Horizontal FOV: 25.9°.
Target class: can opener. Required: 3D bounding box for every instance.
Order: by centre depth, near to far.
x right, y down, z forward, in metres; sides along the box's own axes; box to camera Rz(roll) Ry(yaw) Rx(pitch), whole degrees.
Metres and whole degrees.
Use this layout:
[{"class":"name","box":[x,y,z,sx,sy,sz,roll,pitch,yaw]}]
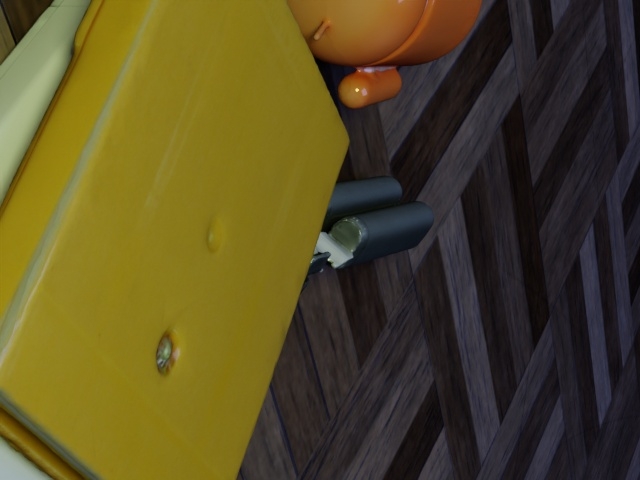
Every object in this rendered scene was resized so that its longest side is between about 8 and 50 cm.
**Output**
[{"class":"can opener","box":[0.000,0.000,1.092,0.093,0.074,0.280,-56,163,25]}]

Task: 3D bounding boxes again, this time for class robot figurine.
[{"class":"robot figurine","box":[0.043,-0.196,1.052,0.158,0.128,0.219,-50,165,23]}]

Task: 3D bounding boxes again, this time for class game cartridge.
[{"class":"game cartridge","box":[-0.083,-0.006,0.816,0.285,0.053,0.323,61,41,-55]}]

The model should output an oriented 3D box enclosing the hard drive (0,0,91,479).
[{"class":"hard drive","box":[-0.165,0.050,0.773,0.353,0.047,0.233,-63,148,-37]}]
